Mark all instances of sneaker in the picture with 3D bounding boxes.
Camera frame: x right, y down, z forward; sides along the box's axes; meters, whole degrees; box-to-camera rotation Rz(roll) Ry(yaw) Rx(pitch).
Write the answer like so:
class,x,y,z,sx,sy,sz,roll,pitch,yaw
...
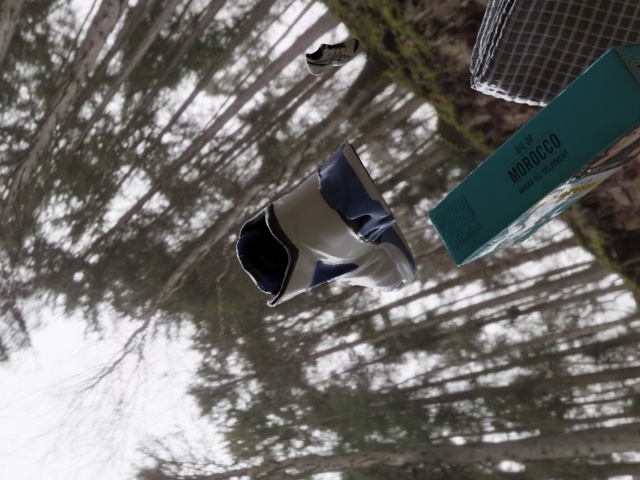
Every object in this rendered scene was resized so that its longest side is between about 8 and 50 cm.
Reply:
class,x,y,z,sx,sy,sz,roll,pitch,yaw
sneaker,0.000,0.000,1.100,0.182,0.315,0.127,-28,-111,4
sneaker,0.017,-0.267,1.303,0.083,0.032,0.037,-29,-45,4

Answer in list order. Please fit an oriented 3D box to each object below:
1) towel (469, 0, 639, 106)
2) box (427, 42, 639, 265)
class,x,y,z,sx,sy,sz,roll,pitch,yaw
towel,0.360,-0.314,1.289,0.235,0.284,0.121,12,-138,-4
box,0.205,-0.070,0.780,0.100,0.244,0.060,-16,-109,-39
